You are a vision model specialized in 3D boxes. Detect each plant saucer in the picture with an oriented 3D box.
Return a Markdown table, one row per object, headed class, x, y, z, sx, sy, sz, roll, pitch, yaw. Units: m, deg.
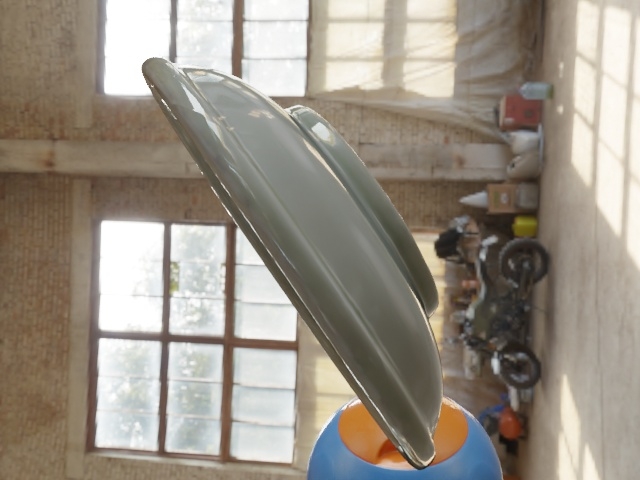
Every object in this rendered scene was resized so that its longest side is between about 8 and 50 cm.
| class | x | y | z | sx | sy | sz | roll | pitch | yaw |
| --- | --- | --- | --- | --- | --- | --- | --- | --- | --- |
| plant saucer | 0.000 | 0.000 | 0.633 | 0.400 | 0.100 | 0.400 | 55 | 175 | 7 |

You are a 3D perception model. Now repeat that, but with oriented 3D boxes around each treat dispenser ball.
| class | x | y | z | sx | sy | sz | roll | pitch | yaw |
| --- | --- | --- | --- | --- | --- | --- | --- | --- | --- |
| treat dispenser ball | 0.122 | 0.359 | 1.091 | 0.288 | 0.288 | 0.288 | 2 | -90 | -83 |
